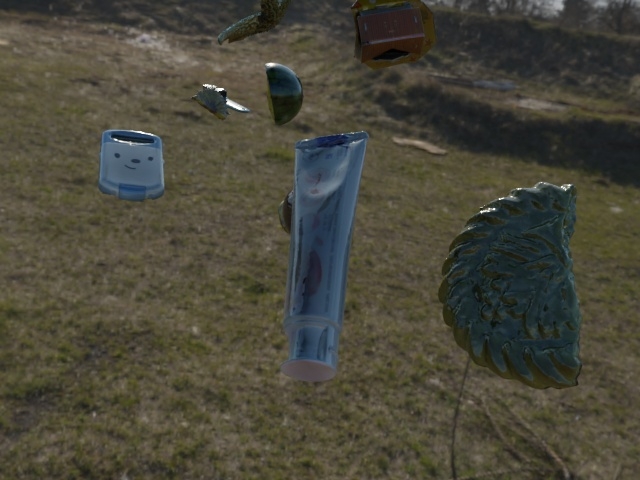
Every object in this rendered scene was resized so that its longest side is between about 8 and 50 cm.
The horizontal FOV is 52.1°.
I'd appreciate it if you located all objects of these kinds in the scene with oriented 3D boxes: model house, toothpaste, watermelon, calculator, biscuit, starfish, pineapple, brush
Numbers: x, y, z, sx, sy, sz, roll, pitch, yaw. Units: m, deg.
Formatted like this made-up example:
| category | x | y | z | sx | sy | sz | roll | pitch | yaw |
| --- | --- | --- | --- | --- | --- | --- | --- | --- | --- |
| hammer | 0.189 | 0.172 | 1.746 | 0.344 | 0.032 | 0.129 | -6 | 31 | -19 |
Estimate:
| category | x | y | z | sx | sy | sz | roll | pitch | yaw |
| --- | --- | --- | --- | --- | --- | --- | --- | --- | --- |
| model house | 0.192 | -0.498 | 1.619 | 0.219 | 0.207 | 0.136 | -6 | 39 | 1 |
| toothpaste | 0.000 | 0.000 | 0.763 | 0.100 | 0.066 | 0.323 | -6 | 56 | 18 |
| watermelon | -0.060 | -0.247 | 1.102 | 0.062 | 0.105 | 0.105 | -7 | 18 | -1 |
| calculator | -0.361 | -0.147 | 1.251 | 0.121 | 0.039 | 0.210 | 6 | 42 | -20 |
| biscuit | 0.242 | 0.055 | 0.851 | 0.187 | 0.273 | 0.036 | -8 | -24 | 28 |
| starfish | -0.093 | -0.339 | 0.983 | 0.176 | 0.053 | 0.208 | -42 | 2 | -24 |
| pineapple | -0.212 | -0.276 | 1.296 | 0.083 | 0.045 | 0.019 | 34 | -22 | -31 |
| brush | -0.231 | -0.345 | 1.586 | 0.043 | 0.032 | 0.193 | -12 | 30 | -39 |

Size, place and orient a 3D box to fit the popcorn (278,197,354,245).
| category | x | y | z | sx | sy | sz | roll | pitch | yaw |
| --- | --- | --- | --- | --- | --- | --- | --- | --- | --- |
| popcorn | -0.010 | -0.062 | 1.864 | 0.190 | 0.250 | 0.250 | -15 | 28 | -38 |

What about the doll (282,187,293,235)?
| category | x | y | z | sx | sy | sz | roll | pitch | yaw |
| --- | --- | --- | --- | --- | --- | --- | --- | --- | --- |
| doll | -0.008 | -0.012 | 1.132 | 0.096 | 0.188 | 0.145 | -19 | -25 | 10 |
